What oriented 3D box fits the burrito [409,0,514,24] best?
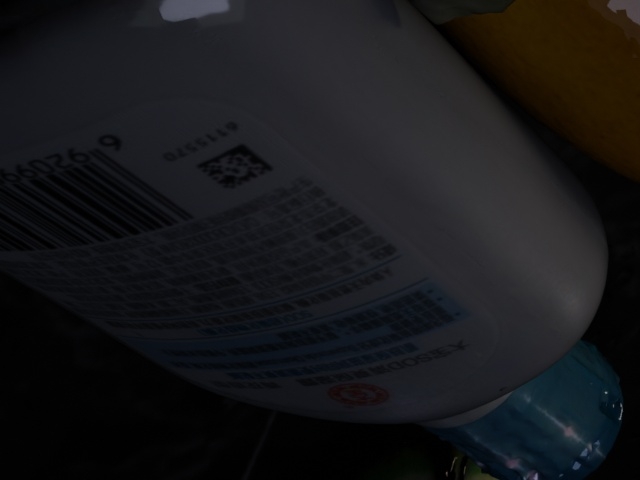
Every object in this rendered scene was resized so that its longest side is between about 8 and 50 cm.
[{"bbox_3d":[0.016,-0.221,0.317,0.175,0.107,0.348,-53,139,-22],"label":"burrito"}]

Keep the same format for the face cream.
[{"bbox_3d":[0.000,0.000,0.522,0.163,0.080,0.336,-12,151,31],"label":"face cream"}]

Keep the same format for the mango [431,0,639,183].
[{"bbox_3d":[0.086,-0.077,0.501,0.102,0.141,0.217,-30,143,35],"label":"mango"}]

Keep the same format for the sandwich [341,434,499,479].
[{"bbox_3d":[0.036,0.186,0.712,0.079,0.159,0.235,7,103,-34],"label":"sandwich"}]
